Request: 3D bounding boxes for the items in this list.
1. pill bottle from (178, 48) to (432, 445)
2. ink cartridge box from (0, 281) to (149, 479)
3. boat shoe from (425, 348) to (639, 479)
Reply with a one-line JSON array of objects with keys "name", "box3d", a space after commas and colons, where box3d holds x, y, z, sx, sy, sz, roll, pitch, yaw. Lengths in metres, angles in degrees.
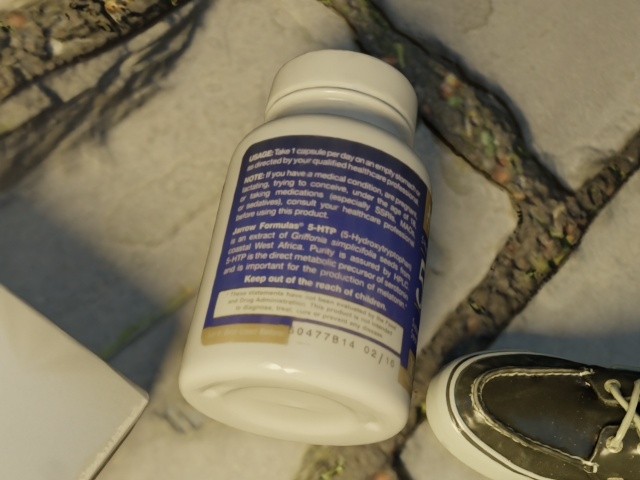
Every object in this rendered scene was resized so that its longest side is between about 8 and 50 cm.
[{"name": "pill bottle", "box3d": [0.000, 0.000, 0.449, 0.112, 0.112, 0.187, 16, 62, -11]}, {"name": "ink cartridge box", "box3d": [-0.261, 0.105, 0.339, 0.261, 0.066, 0.296, 36, 60, -1]}, {"name": "boat shoe", "box3d": [0.169, 0.101, 0.482, 0.219, 0.070, 0.078, 13, 62, -12]}]
